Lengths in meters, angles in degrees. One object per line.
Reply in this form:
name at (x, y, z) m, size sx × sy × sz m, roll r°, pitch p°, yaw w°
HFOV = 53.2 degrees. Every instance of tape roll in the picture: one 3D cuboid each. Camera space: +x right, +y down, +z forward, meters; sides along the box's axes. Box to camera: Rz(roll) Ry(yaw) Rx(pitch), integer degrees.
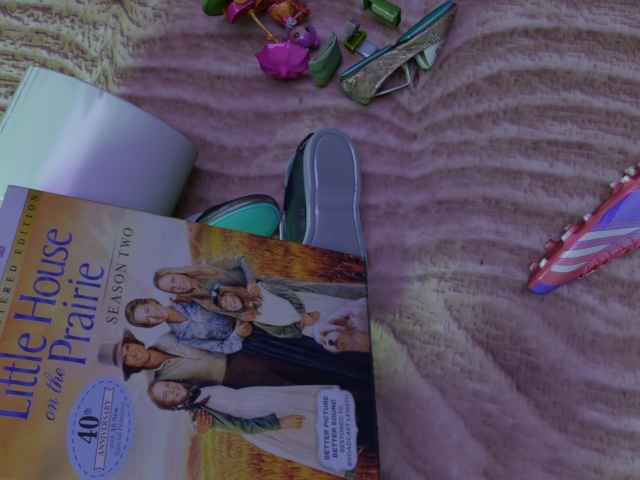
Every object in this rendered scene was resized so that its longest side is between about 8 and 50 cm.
tape roll at (-0.308, -0.095, 0.853) m, size 0.246 × 0.246 × 0.169 m, roll 22°, pitch 84°, yaw 9°

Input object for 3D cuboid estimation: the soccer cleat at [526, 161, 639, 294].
soccer cleat at (0.384, -0.004, 0.852) m, size 0.248 × 0.083 × 0.095 m, roll -43°, pitch 83°, yaw -5°

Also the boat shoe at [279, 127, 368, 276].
boat shoe at (0.000, 0.000, 0.885) m, size 0.114 × 0.091 × 0.302 m, roll 12°, pitch 78°, yaw -25°

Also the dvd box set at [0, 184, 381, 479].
dvd box set at (-0.143, 0.117, 0.673) m, size 0.420 × 0.062 × 0.308 m, roll 12°, pitch 54°, yaw -18°

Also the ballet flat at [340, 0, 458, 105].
ballet flat at (0.125, -0.269, 0.939) m, size 0.206 × 0.073 × 0.067 m, roll -34°, pitch 106°, yaw 2°

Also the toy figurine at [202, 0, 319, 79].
toy figurine at (-0.061, -0.321, 0.953) m, size 0.173 × 0.130 × 0.159 m, roll -34°, pitch 92°, yaw -25°

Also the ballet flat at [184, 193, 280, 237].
ballet flat at (-0.180, 0.021, 0.892) m, size 0.280 × 0.095 × 0.096 m, roll -42°, pitch 42°, yaw 2°

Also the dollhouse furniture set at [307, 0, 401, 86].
dollhouse furniture set at (0.051, -0.284, 0.935) m, size 0.058 × 0.076 × 0.152 m, roll 36°, pitch 84°, yaw 11°
